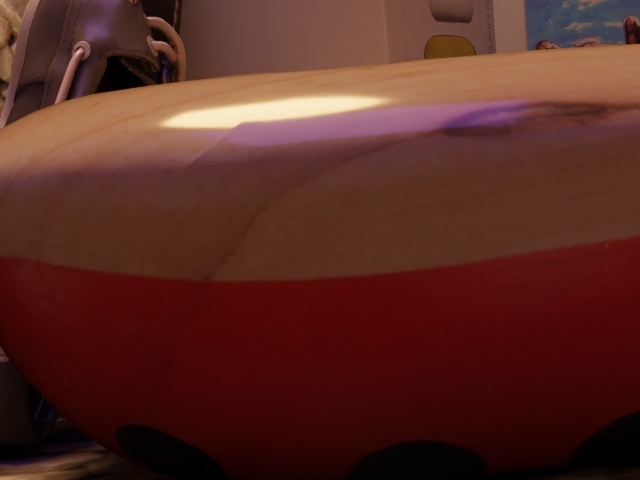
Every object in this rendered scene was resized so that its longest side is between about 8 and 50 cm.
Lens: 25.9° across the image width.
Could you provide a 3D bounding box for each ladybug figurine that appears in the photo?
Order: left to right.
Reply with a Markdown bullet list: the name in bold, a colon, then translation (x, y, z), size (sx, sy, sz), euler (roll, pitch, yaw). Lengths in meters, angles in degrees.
- **ladybug figurine**: translation (0.058, 0.008, 0.599), size (0.449, 0.162, 0.305), euler (-5, 3, -6)

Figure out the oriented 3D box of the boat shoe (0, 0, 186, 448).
- **boat shoe**: translation (-0.125, -0.041, 0.741), size (0.095, 0.335, 0.112), euler (13, -25, 21)

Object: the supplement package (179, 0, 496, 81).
- **supplement package**: translation (-0.006, -0.058, 0.870), size (0.204, 0.261, 0.145), euler (-2, 4, 34)

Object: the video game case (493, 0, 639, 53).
- **video game case**: translation (0.245, -0.074, 0.941), size (0.270, 0.244, 0.061), euler (-3, 6, 30)
